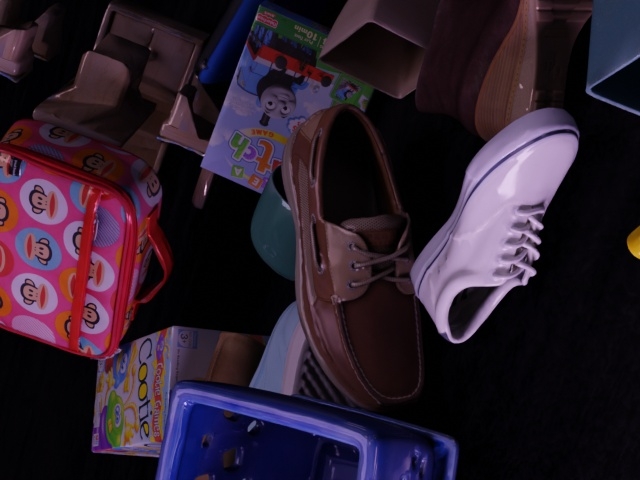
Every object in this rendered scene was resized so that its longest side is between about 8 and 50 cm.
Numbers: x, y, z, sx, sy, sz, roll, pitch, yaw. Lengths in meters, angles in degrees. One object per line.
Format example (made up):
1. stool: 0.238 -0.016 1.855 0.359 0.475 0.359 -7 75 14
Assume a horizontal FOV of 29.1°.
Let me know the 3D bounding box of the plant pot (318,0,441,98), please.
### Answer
1. plant pot: 0.077 -0.232 1.319 0.109 0.109 0.096 -28 45 56

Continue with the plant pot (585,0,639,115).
1. plant pot: 0.296 -0.210 0.849 0.165 0.165 0.234 -35 44 53

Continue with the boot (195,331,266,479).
1. boot: -0.087 0.280 1.446 0.089 0.236 0.270 1 57 27

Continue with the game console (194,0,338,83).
1. game console: -0.044 -0.361 1.518 0.173 0.250 0.293 55 135 18

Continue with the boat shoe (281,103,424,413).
1. boat shoe: 0.037 0.013 1.238 0.116 0.123 0.324 135 121 -64

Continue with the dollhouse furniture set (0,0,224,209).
1. dollhouse furniture set: -0.304 -0.174 1.757 0.394 0.362 0.256 -75 7 -70

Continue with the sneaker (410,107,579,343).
1. sneaker: 0.167 -0.006 1.106 0.091 0.094 0.258 66 147 33

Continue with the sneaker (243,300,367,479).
1. sneaker: -0.031 0.234 1.361 0.366 0.135 0.150 -70 21 1

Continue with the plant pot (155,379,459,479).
1. plant pot: -0.006 0.262 1.150 0.236 0.212 0.236 10 91 35

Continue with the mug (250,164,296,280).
1. mug: -0.009 -0.004 1.372 0.097 0.129 0.158 -64 32 30

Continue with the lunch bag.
1. lunch bag: -0.314 0.007 1.588 0.120 0.258 0.293 -60 -13 -54

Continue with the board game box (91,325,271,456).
1. board game box: -0.187 0.206 1.622 0.275 0.142 0.144 -23 62 58

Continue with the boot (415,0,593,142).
1. boot: 0.167 -0.219 1.152 0.207 0.090 0.248 32 113 58

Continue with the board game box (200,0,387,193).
1. board game box: -0.031 -0.150 1.437 0.039 0.160 0.212 -60 -7 -65

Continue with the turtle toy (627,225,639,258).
1. turtle toy: 0.280 -0.006 0.904 0.095 0.066 0.130 -48 42 46
